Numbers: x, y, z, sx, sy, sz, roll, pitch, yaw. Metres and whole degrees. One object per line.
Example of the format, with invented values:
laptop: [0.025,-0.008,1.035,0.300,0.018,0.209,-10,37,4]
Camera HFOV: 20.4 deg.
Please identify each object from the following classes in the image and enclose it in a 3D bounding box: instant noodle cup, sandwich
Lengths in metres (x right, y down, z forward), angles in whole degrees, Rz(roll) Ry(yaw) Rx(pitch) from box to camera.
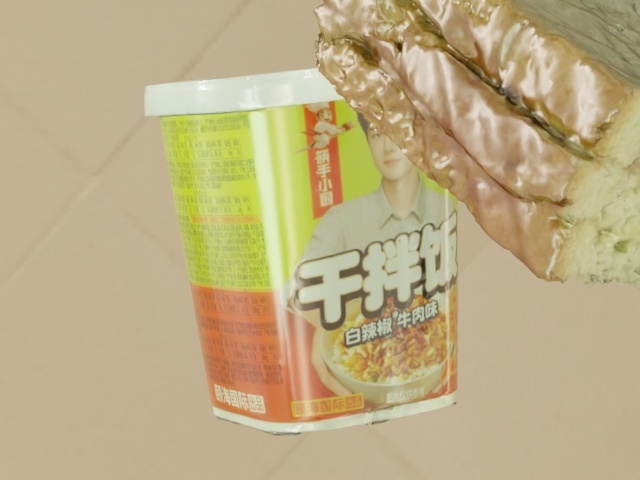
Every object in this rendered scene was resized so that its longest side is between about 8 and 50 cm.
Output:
instant noodle cup: [0.000,0.000,1.583,0.294,0.294,0.308,-5,95,12]
sandwich: [0.188,-0.083,1.113,0.262,0.325,0.131,46,119,41]
